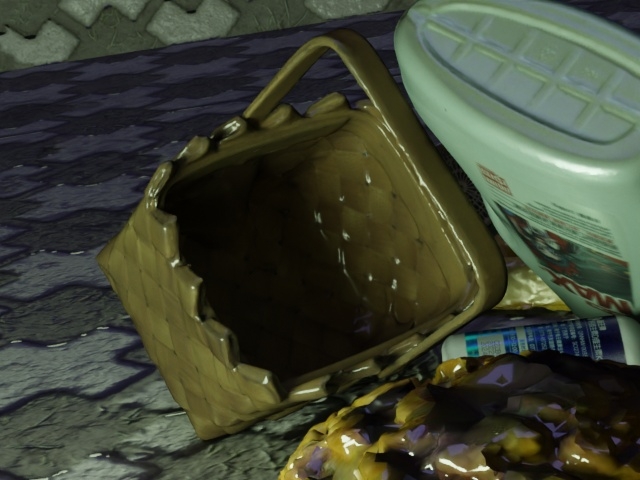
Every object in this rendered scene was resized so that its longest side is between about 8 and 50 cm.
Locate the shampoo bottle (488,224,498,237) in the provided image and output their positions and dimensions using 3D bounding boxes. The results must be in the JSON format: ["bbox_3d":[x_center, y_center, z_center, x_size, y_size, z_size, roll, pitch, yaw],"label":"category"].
[{"bbox_3d":[0.198,-0.010,1.765,0.069,0.041,0.190,-3,18,22],"label":"shampoo bottle"}]

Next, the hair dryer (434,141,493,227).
[{"bbox_3d":[0.015,0.000,1.737,0.357,0.107,0.173,-25,2,-13],"label":"hair dryer"}]

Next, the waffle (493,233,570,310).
[{"bbox_3d":[0.267,0.004,1.657,0.168,0.057,0.274,0,19,28],"label":"waffle"}]

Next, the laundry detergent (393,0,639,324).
[{"bbox_3d":[0.213,-0.027,1.285,0.264,0.398,0.125,29,76,33],"label":"laundry detergent"}]

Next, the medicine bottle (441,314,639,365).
[{"bbox_3d":[0.193,0.114,1.246,0.191,0.107,0.107,-7,17,5],"label":"medicine bottle"}]

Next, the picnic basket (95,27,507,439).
[{"bbox_3d":[0.000,0.000,1.356,0.291,0.254,0.321,-23,-11,-38],"label":"picnic basket"}]

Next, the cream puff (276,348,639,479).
[{"bbox_3d":[0.123,0.178,0.865,0.343,0.231,0.327,-2,14,19],"label":"cream puff"}]
